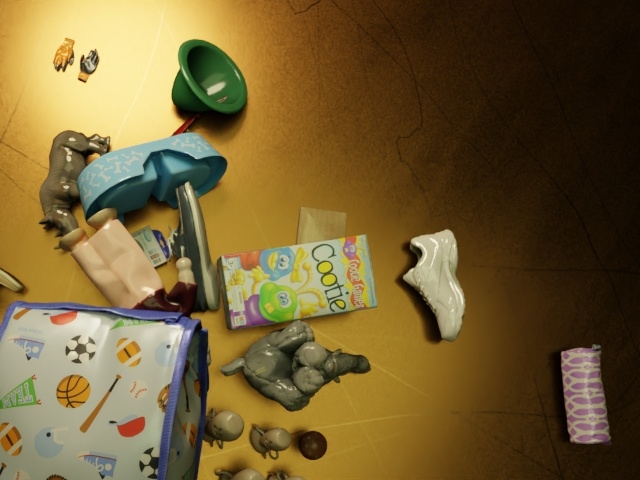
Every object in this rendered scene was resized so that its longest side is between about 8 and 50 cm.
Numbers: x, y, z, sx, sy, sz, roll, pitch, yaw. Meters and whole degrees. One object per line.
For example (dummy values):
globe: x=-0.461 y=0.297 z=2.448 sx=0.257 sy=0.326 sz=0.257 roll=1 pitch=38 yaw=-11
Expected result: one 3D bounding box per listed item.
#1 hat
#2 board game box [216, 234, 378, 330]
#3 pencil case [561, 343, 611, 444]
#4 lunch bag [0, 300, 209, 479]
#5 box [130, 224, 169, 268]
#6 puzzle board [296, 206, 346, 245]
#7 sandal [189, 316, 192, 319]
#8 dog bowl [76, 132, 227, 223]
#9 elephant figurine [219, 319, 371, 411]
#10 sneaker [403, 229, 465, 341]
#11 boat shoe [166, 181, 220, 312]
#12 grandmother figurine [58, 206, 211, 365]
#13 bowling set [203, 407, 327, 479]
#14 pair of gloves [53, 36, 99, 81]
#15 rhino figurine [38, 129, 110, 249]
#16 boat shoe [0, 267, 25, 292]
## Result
hat: x=-0.277 y=-0.285 z=1.637 sx=0.173 sy=0.184 sz=0.208 roll=55 pitch=34 yaw=-5
board game box: x=-0.049 y=0.081 z=1.545 sx=0.275 sy=0.144 sz=0.142 roll=-8 pitch=87 yaw=-12
pencil case: x=0.548 y=0.319 z=1.659 sx=0.088 sy=0.086 sz=0.206 roll=5 pitch=80 yaw=-34
lunch bag: x=-0.358 y=0.296 z=1.289 sx=0.328 sy=0.239 sz=0.385 roll=4 pitch=89 yaw=7
box: x=-0.362 y=0.029 z=1.562 sx=0.136 sy=0.028 sz=0.081 roll=-27 pitch=86 yaw=-12
puzzle board: x=0.000 y=0.000 z=1.645 sx=0.097 sy=0.011 sz=0.128 roll=8 pitch=79 yaw=-10
sandal: x=-0.381 y=0.312 z=1.473 sx=0.168 sy=0.107 sz=0.445 roll=29 pitch=81 yaw=-6
dog bowl: x=-0.318 y=-0.119 z=1.507 sx=0.297 sy=0.166 sz=0.074 roll=-22 pitch=71 yaw=-37
elephant figurine: x=-0.037 y=0.241 z=1.530 sx=0.186 sy=0.239 sz=0.169 roll=42 pitch=94 yaw=14
sneaker: x=0.228 y=0.095 z=1.642 sx=0.115 sy=0.090 sz=0.232 roll=-5 pitch=72 yaw=-5
boat shoe: x=-0.251 y=0.017 z=1.535 sx=0.079 sy=0.095 sz=0.254 roll=-9 pitch=108 yaw=3
grandmother figurine: x=-0.306 y=0.106 z=1.420 sx=0.208 sy=0.104 sz=0.342 roll=-35 pitch=89 yaw=10
bowling set: x=-0.092 y=0.431 z=1.502 sx=0.200 sy=0.154 sz=0.286 roll=-11 pitch=80 yaw=-31
pair of gloves: x=-0.491 y=-0.364 z=1.616 sx=0.083 sy=0.010 sz=0.074 roll=22 pitch=76 yaw=-7
rhino figurine: x=-0.479 y=-0.100 z=1.540 sx=0.106 sy=0.073 sz=0.243 roll=13 pitch=79 yaw=-12
boat shoe: x=-0.616 y=0.066 z=1.498 sx=0.135 sy=0.050 sz=0.045 roll=30 pitch=79 yaw=6
